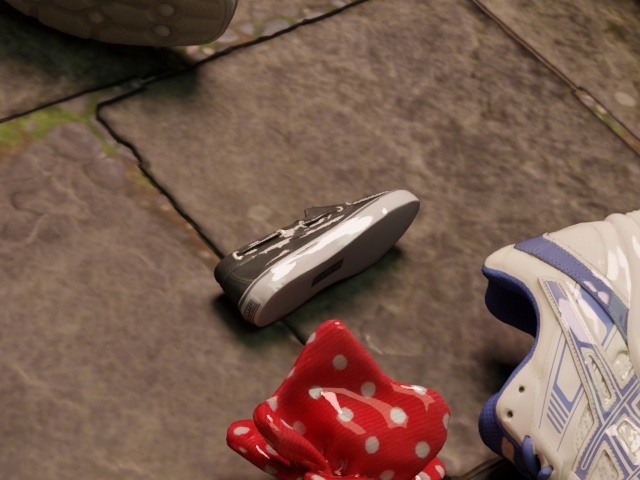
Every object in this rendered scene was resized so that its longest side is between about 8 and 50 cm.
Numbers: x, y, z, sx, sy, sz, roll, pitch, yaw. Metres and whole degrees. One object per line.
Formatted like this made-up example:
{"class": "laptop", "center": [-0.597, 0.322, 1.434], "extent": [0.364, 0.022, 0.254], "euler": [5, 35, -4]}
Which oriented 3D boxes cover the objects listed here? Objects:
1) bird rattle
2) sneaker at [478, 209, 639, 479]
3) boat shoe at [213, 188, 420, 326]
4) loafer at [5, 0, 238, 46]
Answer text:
{"class": "bird rattle", "center": [0.001, 0.172, 0.888], "extent": [0.207, 0.143, 0.253], "euler": [48, 34, 9]}
{"class": "sneaker", "center": [0.152, 0.122, 1.002], "extent": [0.131, 0.112, 0.296], "euler": [-9, 52, 6]}
{"class": "boat shoe", "center": [0.000, 0.000, 1.081], "extent": [0.040, 0.049, 0.142], "euler": [42, 48, 20]}
{"class": "loafer", "center": [-0.192, -0.213, 1.166], "extent": [0.319, 0.112, 0.111], "euler": [23, 51, 1]}
